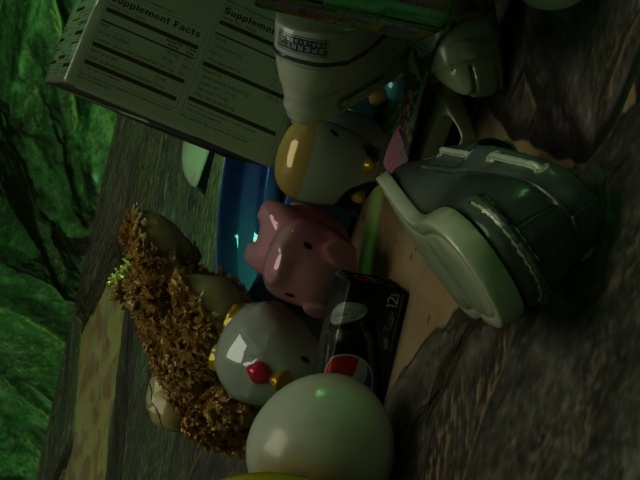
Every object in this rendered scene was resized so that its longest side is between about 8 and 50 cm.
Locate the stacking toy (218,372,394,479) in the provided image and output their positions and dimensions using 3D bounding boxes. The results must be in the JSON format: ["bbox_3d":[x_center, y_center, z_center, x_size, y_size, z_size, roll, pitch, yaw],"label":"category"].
[{"bbox_3d":[-0.039,0.293,1.310,0.350,0.351,0.480,117,178,-49],"label":"stacking toy"}]

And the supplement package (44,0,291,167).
[{"bbox_3d":[-0.132,-0.176,1.699,0.262,0.204,0.145,-157,89,-76],"label":"supplement package"}]

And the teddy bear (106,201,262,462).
[{"bbox_3d":[-0.137,0.104,1.813,0.113,0.245,0.338,-39,-11,-18],"label":"teddy bear"}]

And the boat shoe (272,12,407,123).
[{"bbox_3d":[0.041,-0.164,1.431,0.267,0.096,0.088,-48,-33,-58],"label":"boat shoe"}]

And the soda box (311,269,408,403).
[{"bbox_3d":[0.025,0.114,1.521,0.060,0.053,0.169,-140,61,-75],"label":"soda box"}]

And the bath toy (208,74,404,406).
[{"bbox_3d":[0.000,0.000,1.587,0.151,0.129,0.348,-12,-55,-56],"label":"bath toy"}]

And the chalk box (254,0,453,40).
[{"bbox_3d":[0.029,-0.213,1.207,0.213,0.132,0.132,-131,53,-86],"label":"chalk box"}]

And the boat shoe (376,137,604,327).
[{"bbox_3d":[0.115,-0.015,1.235,0.099,0.116,0.319,-35,8,-1],"label":"boat shoe"}]

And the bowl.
[{"bbox_3d":[-0.023,-0.114,1.845,0.391,0.077,0.391,-169,90,-77],"label":"bowl"}]

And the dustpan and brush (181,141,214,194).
[{"bbox_3d":[-0.111,-0.121,1.955,0.147,0.060,0.211,-69,20,-1],"label":"dustpan and brush"}]

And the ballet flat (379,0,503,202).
[{"bbox_3d":[0.099,-0.107,1.381,0.079,0.077,0.221,53,138,48],"label":"ballet flat"}]

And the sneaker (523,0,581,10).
[{"bbox_3d":[0.155,-0.266,1.255,0.151,0.094,0.255,68,-163,-78],"label":"sneaker"}]
